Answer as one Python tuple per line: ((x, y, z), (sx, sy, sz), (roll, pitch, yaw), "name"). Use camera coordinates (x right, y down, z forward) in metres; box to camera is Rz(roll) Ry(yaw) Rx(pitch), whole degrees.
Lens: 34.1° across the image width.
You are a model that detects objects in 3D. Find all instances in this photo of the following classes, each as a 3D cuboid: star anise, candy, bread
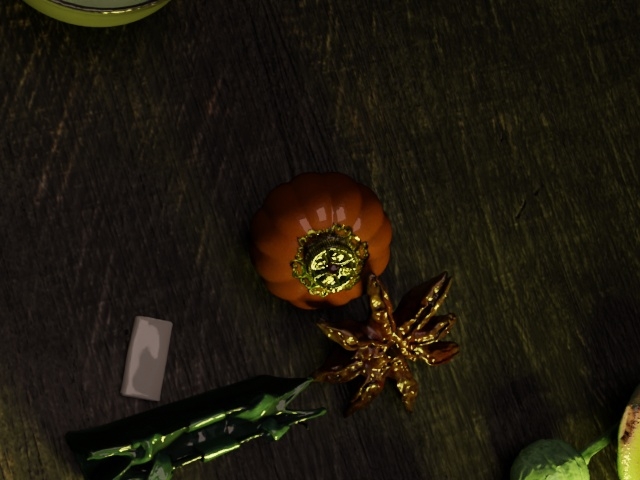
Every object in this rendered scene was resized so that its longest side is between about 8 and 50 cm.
((0.111, 0.161, 1.615), (0.288, 0.088, 0.288), (-12, 123, -20), "star anise")
((0.492, 0.328, 1.758), (0.440, 0.119, 0.119), (-23, 86, -30), "candy")
((0.570, 0.331, 1.754), (0.229, 0.034, 0.228), (-4, 96, -41), "bread")

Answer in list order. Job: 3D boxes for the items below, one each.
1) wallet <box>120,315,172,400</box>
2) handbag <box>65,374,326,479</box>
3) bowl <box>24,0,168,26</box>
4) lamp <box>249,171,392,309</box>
((-0.261, 0.177, 1.566), (0.061, 0.025, 0.122), (12, 74, -14), "wallet")
((-0.178, 0.269, 1.461), (0.327, 0.238, 0.089), (-15, 88, -21), "handbag")
((-0.353, -0.473, 1.597), (0.354, 0.185, 0.353), (4, 77, -18), "bowl")
((0.000, 0.000, 1.603), (0.223, 0.196, 0.223), (-5, 116, -10), "lamp")
